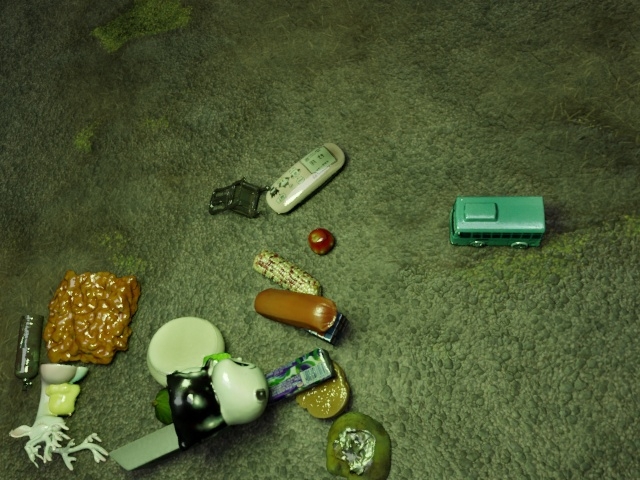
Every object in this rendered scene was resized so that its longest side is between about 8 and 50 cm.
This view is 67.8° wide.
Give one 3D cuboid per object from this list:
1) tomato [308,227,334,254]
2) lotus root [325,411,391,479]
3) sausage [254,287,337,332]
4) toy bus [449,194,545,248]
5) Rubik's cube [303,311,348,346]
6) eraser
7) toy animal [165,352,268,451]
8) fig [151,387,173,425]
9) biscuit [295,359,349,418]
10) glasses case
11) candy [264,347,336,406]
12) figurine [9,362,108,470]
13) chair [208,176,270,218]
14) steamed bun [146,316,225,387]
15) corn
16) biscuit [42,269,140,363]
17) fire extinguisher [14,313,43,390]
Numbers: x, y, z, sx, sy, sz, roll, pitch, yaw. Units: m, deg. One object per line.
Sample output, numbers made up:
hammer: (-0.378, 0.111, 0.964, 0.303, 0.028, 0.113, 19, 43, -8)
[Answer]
tomato: (0.000, 0.000, 1.541, 0.087, 0.075, 0.087, -7, 67, 16)
lotus root: (0.096, 0.574, 1.294, 0.183, 0.078, 0.204, -4, 70, 14)
sausage: (-0.085, 0.199, 1.402, 0.348, 0.094, 0.097, 1, 67, 50)
toy bus: (0.510, -0.057, 1.392, 0.255, 0.147, 0.128, 1, 68, 14)
Rubik's cube: (0.018, 0.253, 1.428, 0.092, 0.092, 0.092, 22, 76, 21)
eraser: (-0.436, 0.592, 1.405, 0.352, 0.111, 0.077, -25, 67, 4)
toy animal: (-0.278, 0.411, 1.292, 0.266, 0.213, 0.213, -18, 64, -18)
fig: (-0.448, 0.488, 1.415, 0.117, 0.177, 0.117, 1, 67, -3)
biscuit: (0.005, 0.435, 1.385, 0.170, 0.050, 0.170, -12, 62, 23)
glasses case: (-0.052, -0.213, 1.634, 0.314, 0.075, 0.122, -40, 63, -1)
candy: (-0.102, 0.411, 1.385, 0.312, 0.061, 0.088, -28, 64, 15)
figurine: (-0.812, 0.546, 1.480, 0.284, 0.206, 0.316, -5, 73, 24)
chair: (-0.289, -0.139, 1.671, 0.229, 0.113, 0.106, -10, 64, 52)
steamed bun: (-0.407, 0.355, 1.464, 0.231, 0.145, 0.232, 1, 49, -1)
corn: (-0.102, 0.112, 1.518, 0.253, 0.086, 0.086, 28, 78, 21)
biscuit: (-0.784, 0.261, 1.625, 0.311, 0.110, 0.318, -1, 69, 13)
fire extinguisher: (-1.010, 0.388, 1.646, 0.072, 0.089, 0.268, 6, 63, -30)
